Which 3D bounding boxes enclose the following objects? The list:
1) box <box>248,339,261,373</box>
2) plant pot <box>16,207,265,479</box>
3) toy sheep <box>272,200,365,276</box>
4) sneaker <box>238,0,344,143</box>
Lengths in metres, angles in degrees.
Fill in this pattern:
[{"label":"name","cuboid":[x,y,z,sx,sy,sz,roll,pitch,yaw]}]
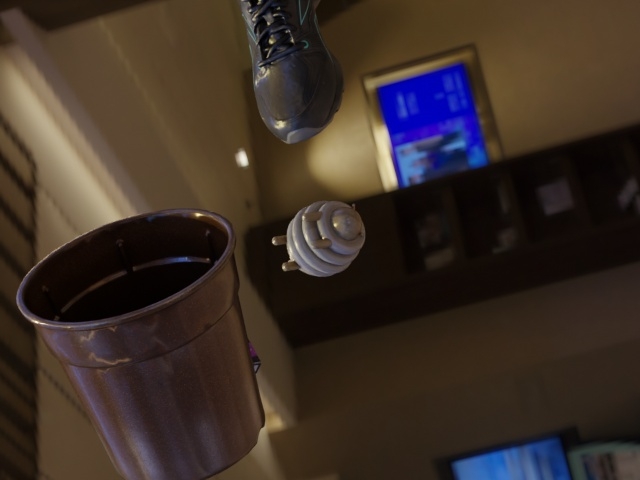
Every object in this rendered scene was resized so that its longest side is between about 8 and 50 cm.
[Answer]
[{"label":"box","cuboid":[-0.146,0.080,1.328,0.162,0.116,0.029,59,140,32]},{"label":"plant pot","cuboid":[-0.121,0.087,0.978,0.167,0.167,0.165,-88,-17,-63]},{"label":"toy sheep","cuboid":[0.000,0.000,1.440,0.091,0.132,0.091,18,-121,-32]},{"label":"sneaker","cuboid":[-0.048,-0.219,1.330,0.106,0.101,0.267,42,-148,-51]}]
